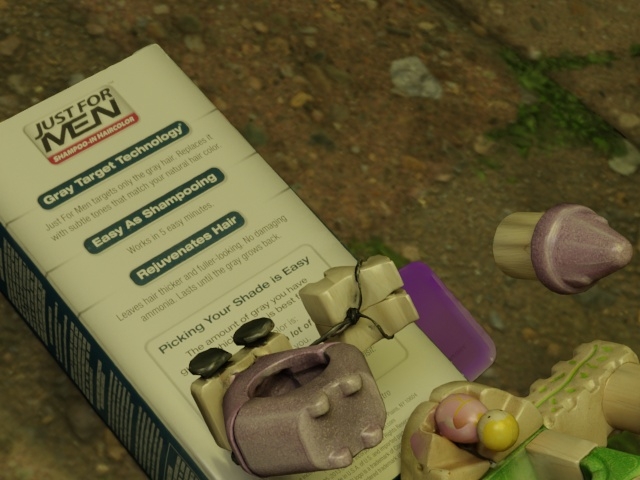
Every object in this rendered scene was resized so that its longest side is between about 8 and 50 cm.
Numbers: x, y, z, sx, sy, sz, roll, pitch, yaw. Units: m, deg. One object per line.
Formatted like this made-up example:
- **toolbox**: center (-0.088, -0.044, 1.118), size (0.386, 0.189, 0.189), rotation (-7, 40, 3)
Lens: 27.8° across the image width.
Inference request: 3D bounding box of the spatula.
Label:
- **spatula**: center (0.000, 0.000, 0.937), size (0.296, 0.030, 0.084), rotation (43, 61, 16)

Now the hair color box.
- **hair color box**: center (-0.076, 0.047, 0.848), size (0.174, 0.105, 0.347), rotation (-32, 69, -27)

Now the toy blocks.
- **toy blocks**: center (0.153, 0.139, 0.666), size (0.289, 0.260, 0.309), rotation (-34, 110, -26)
